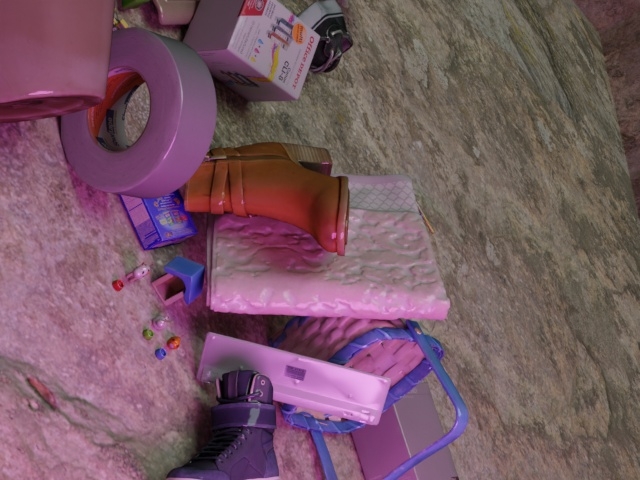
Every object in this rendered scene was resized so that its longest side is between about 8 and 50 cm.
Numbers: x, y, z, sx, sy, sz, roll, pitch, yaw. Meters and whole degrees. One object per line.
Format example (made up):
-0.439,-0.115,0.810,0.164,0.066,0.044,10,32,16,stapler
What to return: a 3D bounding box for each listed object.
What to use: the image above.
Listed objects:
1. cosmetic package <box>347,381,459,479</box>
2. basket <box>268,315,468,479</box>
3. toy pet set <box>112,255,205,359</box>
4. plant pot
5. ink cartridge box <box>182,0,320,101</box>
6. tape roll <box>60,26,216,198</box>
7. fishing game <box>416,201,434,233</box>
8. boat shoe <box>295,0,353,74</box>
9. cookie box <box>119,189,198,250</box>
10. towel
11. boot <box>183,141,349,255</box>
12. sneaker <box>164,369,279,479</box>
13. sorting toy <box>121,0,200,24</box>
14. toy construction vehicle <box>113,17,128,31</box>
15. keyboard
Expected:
0.135,0.345,1.853,0.127,0.107,0.238,5,65,-53,cosmetic package
0.070,0.209,1.711,0.201,0.255,0.289,20,39,-44,basket
-0.198,0.075,1.590,0.122,0.065,0.114,59,29,-7,toy pet set
-0.375,-0.293,1.429,0.323,0.323,0.280,-9,91,-60,plant pot
-0.114,-0.324,1.961,0.176,0.127,0.128,32,72,-43,ink cartridge box
-0.243,-0.167,1.567,0.072,0.219,0.219,9,58,-56,tape roll
0.152,-0.038,2.274,0.189,0.041,0.264,61,29,5,fishing game
-0.004,-0.373,2.226,0.119,0.121,0.335,54,28,-5,boat shoe
-0.230,-0.046,1.667,0.092,0.040,0.107,-14,78,-61,cookie box
0.000,0.000,1.717,0.331,0.053,0.317,2,37,-8,towel
-0.079,-0.063,1.650,0.220,0.109,0.283,-1,33,-12,boot
-0.126,0.245,1.503,0.226,0.086,0.163,17,70,-63,sneaker
-0.258,-0.444,1.963,0.347,0.047,0.196,-21,87,-61,sorting toy
-0.330,-0.337,1.763,0.098,0.035,0.086,51,31,-19,toy construction vehicle
-0.037,0.187,1.602,0.256,0.072,0.014,15,11,-2,keyboard
